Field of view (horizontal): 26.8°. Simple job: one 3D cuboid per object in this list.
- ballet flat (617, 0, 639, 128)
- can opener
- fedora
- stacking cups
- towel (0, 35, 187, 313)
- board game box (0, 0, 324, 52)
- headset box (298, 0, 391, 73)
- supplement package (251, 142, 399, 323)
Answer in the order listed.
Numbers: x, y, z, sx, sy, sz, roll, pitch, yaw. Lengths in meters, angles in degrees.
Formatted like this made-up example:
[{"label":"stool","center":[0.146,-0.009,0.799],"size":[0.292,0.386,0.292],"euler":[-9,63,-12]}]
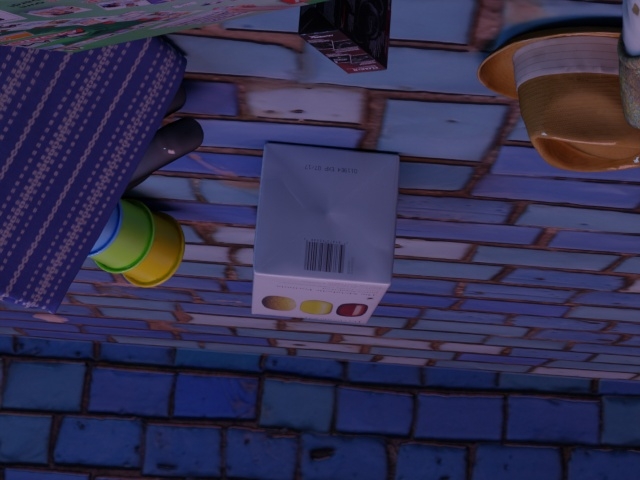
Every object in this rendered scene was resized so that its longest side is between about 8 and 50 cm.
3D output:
[{"label":"ballet flat","center":[0.235,-0.157,0.733],"size":[0.123,0.123,0.348],"euler":[8,167,-16]},{"label":"can opener","center":[-0.178,-0.091,1.255],"size":[0.093,0.074,0.280],"euler":[-28,-175,-27]},{"label":"fedora","center":[0.213,-0.099,1.027],"size":[0.194,0.079,0.194],"euler":[5,167,1]},{"label":"stacking cups","center":[-0.263,-0.029,1.477],"size":[0.096,0.096,0.316],"euler":[-1,164,23]},{"label":"towel","center":[-0.238,-0.084,0.943],"size":[0.040,0.243,0.336],"euler":[29,180,28]},{"label":"board game box","center":[-0.081,-0.159,0.762],"size":[0.317,0.046,0.213],"euler":[-7,-179,26]},{"label":"headset box","center":[0.020,-0.152,0.896],"size":[0.032,0.062,0.083],"euler":[-2,167,27]},{"label":"supplement package","center":[0.000,0.000,1.409],"size":[0.139,0.134,0.244],"euler":[5,167,-2]}]
